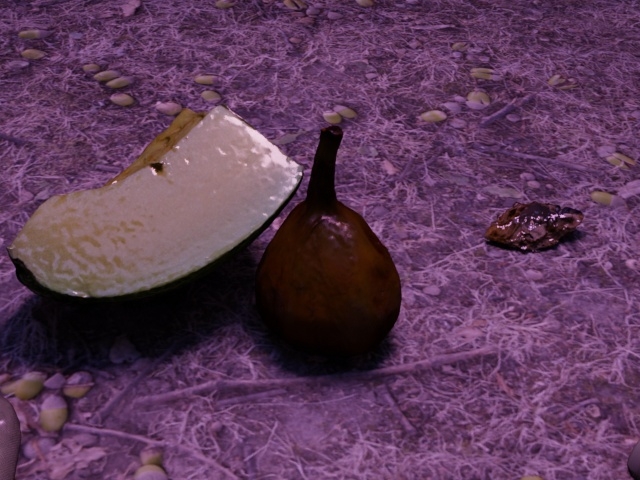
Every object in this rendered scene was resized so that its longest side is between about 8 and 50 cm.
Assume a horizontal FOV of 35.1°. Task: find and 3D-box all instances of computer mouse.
[{"bbox_3d":[0.400,0.241,1.181,0.056,0.032,0.110,26,42,25],"label":"computer mouse"}]

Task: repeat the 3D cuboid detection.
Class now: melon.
[{"bbox_3d":[-0.230,-0.033,1.318,0.343,0.226,0.331,-46,40,-15],"label":"melon"}]

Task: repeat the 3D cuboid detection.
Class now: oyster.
[{"bbox_3d":[0.313,-0.029,1.513,0.148,0.051,0.103,-29,41,-23],"label":"oyster"}]

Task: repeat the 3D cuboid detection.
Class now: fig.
[{"bbox_3d":[0.026,-0.001,1.274,0.190,0.290,0.190,13,13,-3],"label":"fig"}]

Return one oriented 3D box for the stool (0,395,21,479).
[{"bbox_3d":[-0.463,0.217,0.904,0.310,0.226,0.310,-12,38,5],"label":"stool"}]
